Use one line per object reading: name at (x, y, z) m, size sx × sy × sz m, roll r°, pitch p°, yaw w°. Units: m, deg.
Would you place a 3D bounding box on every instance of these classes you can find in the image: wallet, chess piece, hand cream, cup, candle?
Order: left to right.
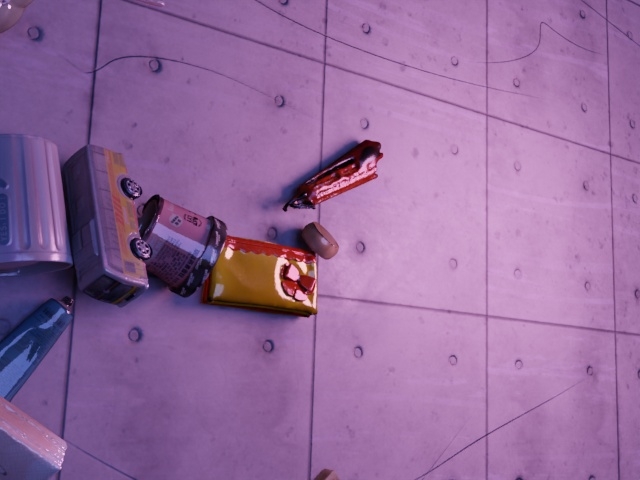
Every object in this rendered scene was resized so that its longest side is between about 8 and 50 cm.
cup at (-0.496, -0.051, 1.303) m, size 0.221 × 0.167 × 0.201 m, roll 0°, pitch 80°, yaw -39°
hand cream at (-0.473, 0.178, 1.364) m, size 0.083 × 0.048 × 0.224 m, roll 48°, pitch 64°, yaw -20°
wallet at (-0.108, 0.066, 1.633) m, size 0.241 × 0.067 × 0.141 m, roll 11°, pitch 75°, yaw -34°
chess piece at (0.000, 0.000, 1.714) m, size 0.038 × 0.083 × 0.084 m, roll -45°, pitch 115°, yaw 9°
candle at (0.029, -0.129, 1.771) m, size 0.302 × 0.059 × 0.084 m, roll -31°, pitch 89°, yaw -38°

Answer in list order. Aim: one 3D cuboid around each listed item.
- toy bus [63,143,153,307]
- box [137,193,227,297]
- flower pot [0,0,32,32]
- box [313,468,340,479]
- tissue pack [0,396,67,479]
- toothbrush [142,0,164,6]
toy bus at (-0.349, -0.028, 1.390) m, size 0.106 × 0.092 × 0.268 m, roll 20°, pitch 46°, yaw -47°
box at (-0.257, 0.004, 1.486) m, size 0.135 × 0.151 × 0.151 m, roll 30°, pitch 66°, yaw -20°
flower pot at (-0.538, -0.427, 1.288) m, size 0.195 × 0.246 × 0.246 m, roll -30°, pitch 101°, yaw -35°
box at (0.013, 0.503, 1.671) m, size 0.079 × 0.035 × 0.083 m, roll -39°, pitch 107°, yaw -34°
tissue pack at (-0.543, 0.265, 1.223) m, size 0.325 × 0.170 × 0.071 m, roll 44°, pitch 18°, yaw -23°
toothbrush at (-0.396, -0.456, 1.530) m, size 0.257 × 0.018 × 0.024 m, roll 3°, pitch 78°, yaw -36°
